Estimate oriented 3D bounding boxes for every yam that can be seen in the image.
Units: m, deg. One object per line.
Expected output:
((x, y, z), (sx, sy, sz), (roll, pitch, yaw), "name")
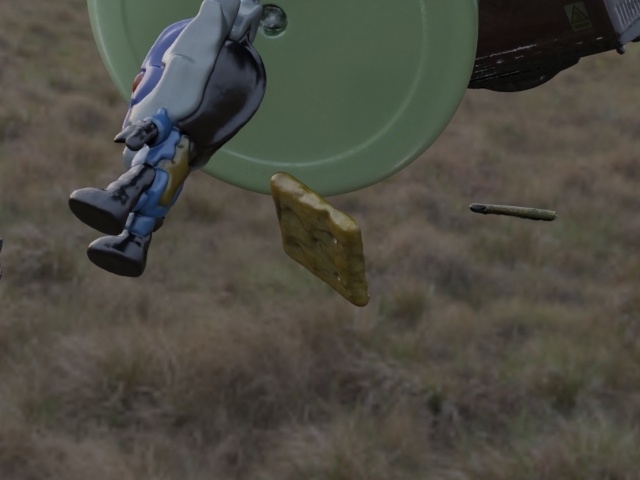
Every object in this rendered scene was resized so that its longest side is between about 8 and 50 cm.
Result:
((0.232, -0.034, 1.628), (0.107, 0.014, 0.014), (7, 14, 19), "yam")

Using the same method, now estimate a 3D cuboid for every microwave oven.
((0.228, -0.278, 1.426), (0.247, 0.188, 0.178), (-10, 24, 43), "microwave oven")

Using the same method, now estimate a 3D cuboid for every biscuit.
((0.000, 0.000, 0.908), (0.018, 0.083, 0.081), (-39, 56, -24), "biscuit")

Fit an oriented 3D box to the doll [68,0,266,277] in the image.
((-0.072, -0.072, 0.741), (0.070, 0.096, 0.195), (17, 57, 14), "doll")

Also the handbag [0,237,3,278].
((-0.571, 0.047, 1.918), (0.162, 0.113, 0.260), (7, 16, 15), "handbag")

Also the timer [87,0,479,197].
((0.009, -0.230, 1.073), (0.290, 0.291, 0.315), (10, 33, 14), "timer")
